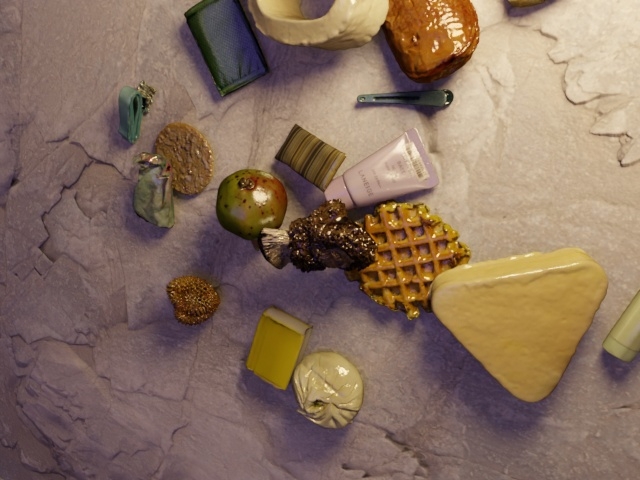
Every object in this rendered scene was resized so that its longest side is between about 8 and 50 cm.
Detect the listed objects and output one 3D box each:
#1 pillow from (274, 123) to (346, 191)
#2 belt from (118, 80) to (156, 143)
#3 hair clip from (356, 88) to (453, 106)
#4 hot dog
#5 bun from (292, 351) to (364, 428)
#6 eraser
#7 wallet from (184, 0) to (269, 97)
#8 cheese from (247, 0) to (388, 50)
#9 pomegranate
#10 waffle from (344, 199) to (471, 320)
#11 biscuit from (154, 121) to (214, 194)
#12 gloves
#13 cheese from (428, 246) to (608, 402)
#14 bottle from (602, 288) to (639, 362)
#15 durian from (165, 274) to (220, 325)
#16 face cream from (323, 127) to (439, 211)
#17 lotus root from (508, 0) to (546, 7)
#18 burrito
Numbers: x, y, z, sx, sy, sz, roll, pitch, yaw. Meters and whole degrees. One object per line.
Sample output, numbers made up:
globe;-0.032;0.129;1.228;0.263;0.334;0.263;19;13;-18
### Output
pillow;-0.028;-0.216;1.247;0.203;0.038;0.113;39;102;33
belt;-0.557;-0.380;1.444;0.065;0.100;0.179;34;130;9
hair clip;0.197;-0.338;1.155;0.229;0.070;0.039;7;111;28
hot dog;0.229;-0.483;1.059;0.196;0.122;0.273;-31;76;26
bun;0.015;0.445;1.404;0.229;0.145;0.230;8;108;24
eraser;-0.131;0.328;1.467;0.157;0.069;0.226;24;112;15
wallet;-0.246;-0.524;1.277;0.160;0.055;0.236;-19;103;23
cheese;-0.007;-0.577;1.061;0.332;0.153;0.293;29;120;29
pomegranate;-0.180;-0.072;1.309;0.198;0.198;0.246;-1;114;22
waffle;0.211;0.043;1.247;0.324;0.068;0.302;33;115;9
biscuit;-0.406;-0.242;1.434;0.219;0.033;0.220;8;110;23
gloves;-0.002;0.003;1.210;0.312;0.135;0.211;2;140;18
cheese;0.430;0.169;1.138;0.383;0.104;0.385;3;110;10
bottle;0.717;0.173;1.075;0.072;0.072;0.202;26;114;13
durian;-0.397;0.188;1.508;0.167;0.137;0.158;4;127;7
face cream;0.144;-0.155;1.212;0.273;0.096;0.154;-24;86;15
lotus root;0.463;-0.548;0.962;0.191;0.088;0.113;-20;91;25
burrito;-0.493;-0.154;1.445;0.143;0.089;0.229;27;129;8
